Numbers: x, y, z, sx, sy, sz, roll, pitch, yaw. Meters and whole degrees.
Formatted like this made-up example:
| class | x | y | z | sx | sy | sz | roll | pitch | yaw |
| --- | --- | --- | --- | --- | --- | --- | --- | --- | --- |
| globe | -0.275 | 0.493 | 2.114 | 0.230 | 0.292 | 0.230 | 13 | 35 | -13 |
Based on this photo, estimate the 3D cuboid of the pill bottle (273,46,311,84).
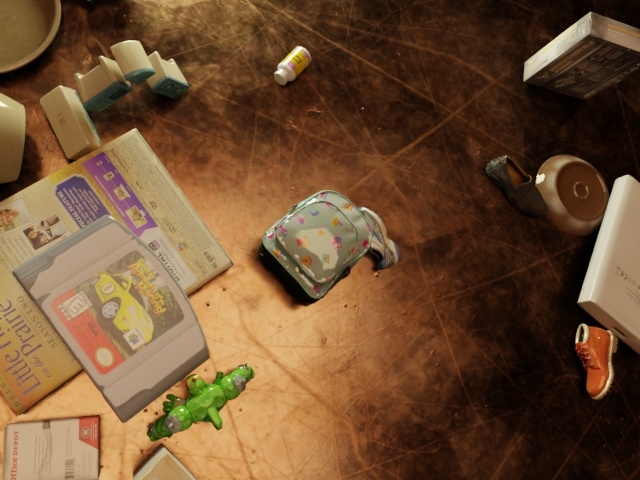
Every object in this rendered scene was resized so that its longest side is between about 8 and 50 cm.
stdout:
| class | x | y | z | sx | sy | sz | roll | pitch | yaw |
| --- | --- | --- | --- | --- | --- | --- | --- | --- | --- |
| pill bottle | -0.059 | -0.357 | 1.226 | 0.043 | 0.043 | 0.083 | 40 | 69 | -4 |

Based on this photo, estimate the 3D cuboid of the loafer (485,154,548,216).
| class | x | y | z | sx | sy | sz | roll | pitch | yaw |
| --- | --- | --- | --- | --- | --- | --- | --- | --- | --- |
| loafer | 0.441 | -0.119 | 1.311 | 0.170 | 0.061 | 0.062 | 40 | 68 | -5 |

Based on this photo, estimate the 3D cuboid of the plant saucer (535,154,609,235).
| class | x | y | z | sx | sy | sz | roll | pitch | yaw |
| --- | --- | --- | --- | --- | --- | --- | --- | --- | --- |
| plant saucer | 0.588 | -0.109 | 1.369 | 0.198 | 0.036 | 0.199 | 5 | 75 | -17 |

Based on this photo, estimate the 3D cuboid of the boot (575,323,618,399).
| class | x | y | z | sx | sy | sz | roll | pitch | yaw |
| --- | --- | --- | --- | --- | --- | --- | --- | --- | --- |
| boot | 0.572 | 0.254 | 1.263 | 0.084 | 0.059 | 0.158 | 23 | 62 | -7 |

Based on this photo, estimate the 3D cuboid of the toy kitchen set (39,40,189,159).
| class | x | y | z | sx | sy | sz | roll | pitch | yaw |
| --- | --- | --- | --- | --- | --- | --- | --- | --- | --- |
| toy kitchen set | -0.360 | -0.245 | 1.097 | 0.207 | 0.166 | 0.122 | -29 | 84 | 15 |

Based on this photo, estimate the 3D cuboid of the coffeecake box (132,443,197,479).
| class | x | y | z | sx | sy | sz | roll | pitch | yaw |
| --- | --- | --- | --- | --- | --- | --- | --- | --- | --- |
| coffeecake box | -0.215 | 0.391 | 0.912 | 0.142 | 0.185 | 0.068 | 47 | 68 | -1 |

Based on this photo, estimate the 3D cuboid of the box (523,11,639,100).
| class | x | y | z | sx | sy | sz | roll | pitch | yaw |
| --- | --- | --- | --- | --- | --- | --- | --- | --- | --- |
| box | 0.602 | -0.405 | 1.344 | 0.182 | 0.231 | 0.056 | 13 | 76 | -13 |

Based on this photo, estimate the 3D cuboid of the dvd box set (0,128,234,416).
| class | x | y | z | sx | sy | sz | roll | pitch | yaw |
| --- | --- | --- | --- | --- | --- | --- | --- | --- | --- |
| dvd box set | -0.404 | 0.040 | 1.010 | 0.420 | 0.062 | 0.308 | -37 | 89 | -22 |

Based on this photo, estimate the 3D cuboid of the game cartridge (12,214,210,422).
| class | x | y | z | sx | sy | sz | roll | pitch | yaw |
| --- | --- | --- | --- | --- | --- | --- | --- | --- | --- |
| game cartridge | -0.320 | 0.113 | 0.960 | 0.196 | 0.060 | 0.294 | -37 | 91 | -26 |

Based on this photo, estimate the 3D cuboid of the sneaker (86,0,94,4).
| class | x | y | z | sx | sy | sz | roll | pitch | yaw |
| --- | --- | --- | --- | --- | --- | --- | --- | --- | --- |
| sneaker | -0.429 | -0.486 | 1.146 | 0.162 | 0.063 | 0.073 | -3 | 93 | -12 |

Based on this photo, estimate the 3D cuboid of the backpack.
| class | x | y | z | sx | sy | sz | roll | pitch | yaw |
| --- | --- | --- | --- | --- | --- | --- | --- | --- | --- |
| backpack | 0.000 | 0.000 | 1.104 | 0.166 | 0.144 | 0.188 | 46 | 65 | 4 |

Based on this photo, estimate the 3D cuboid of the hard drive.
| class | x | y | z | sx | sy | sz | roll | pitch | yaw |
| --- | --- | --- | --- | --- | --- | --- | --- | --- | --- |
| hard drive | 0.708 | 0.056 | 1.328 | 0.233 | 0.047 | 0.353 | 37 | 63 | -12 |

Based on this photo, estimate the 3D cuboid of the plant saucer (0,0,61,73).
| class | x | y | z | sx | sy | sz | roll | pitch | yaw |
| --- | --- | --- | --- | --- | --- | --- | --- | --- | --- |
| plant saucer | -0.614 | -0.416 | 1.072 | 0.277 | 0.041 | 0.278 | 4 | 74 | -16 |

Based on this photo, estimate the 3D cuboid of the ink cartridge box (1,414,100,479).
| class | x | y | z | sx | sy | sz | roll | pitch | yaw |
| --- | --- | --- | --- | --- | --- | --- | --- | --- | --- |
| ink cartridge box | -0.417 | 0.330 | 0.934 | 0.135 | 0.056 | 0.099 | 0 | 76 | -18 |

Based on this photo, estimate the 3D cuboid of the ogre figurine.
| class | x | y | z | sx | sy | sz | roll | pitch | yaw |
| --- | --- | --- | --- | --- | --- | --- | --- | --- | --- |
| ogre figurine | -0.190 | 0.267 | 0.988 | 0.196 | 0.118 | 0.097 | -9 | 79 | -20 |

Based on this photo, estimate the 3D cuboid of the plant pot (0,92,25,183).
| class | x | y | z | sx | sy | sz | roll | pitch | yaw |
| --- | --- | --- | --- | --- | --- | --- | --- | --- | --- |
| plant pot | -0.615 | -0.173 | 0.921 | 0.273 | 0.256 | 0.257 | 4 | 75 | -34 |

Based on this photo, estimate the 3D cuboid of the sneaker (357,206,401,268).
| class | x | y | z | sx | sy | sz | roll | pitch | yaw |
| --- | --- | --- | --- | --- | --- | --- | --- | --- | --- |
| sneaker | 0.105 | -0.004 | 1.185 | 0.058 | 0.052 | 0.135 | -33 | 87 | -18 |
